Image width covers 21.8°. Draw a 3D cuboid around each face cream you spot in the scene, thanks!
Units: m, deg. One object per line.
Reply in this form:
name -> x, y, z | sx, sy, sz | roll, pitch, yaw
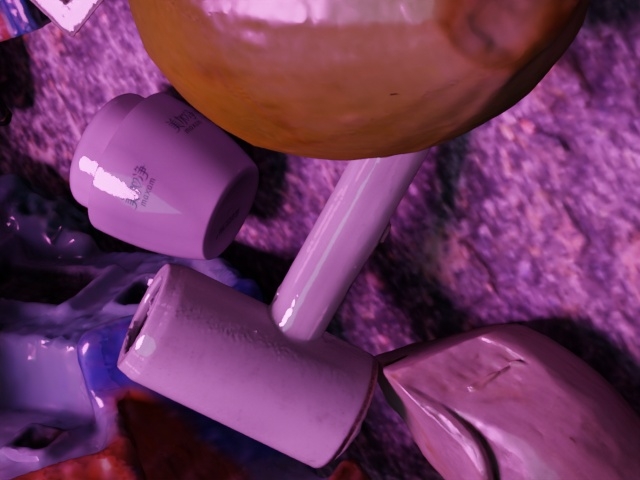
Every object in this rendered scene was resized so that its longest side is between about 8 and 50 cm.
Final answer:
face cream -> -0.092, -0.037, 0.986 | 0.095, 0.091, 0.091 | 27, 133, 16

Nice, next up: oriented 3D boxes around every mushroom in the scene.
mushroom -> 0.133, 0.125, 0.897 | 0.247, 0.096, 0.108 | 40, 112, 9

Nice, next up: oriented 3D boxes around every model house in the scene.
model house -> -0.130, 0.135, 0.993 | 0.329, 0.295, 0.251 | 8, 120, 32

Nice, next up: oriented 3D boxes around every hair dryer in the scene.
hair dryer -> 0.000, 0.000, 0.882 | 0.131, 0.073, 0.236 | 27, 109, -12

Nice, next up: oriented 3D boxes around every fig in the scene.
fig -> 0.019, -0.137, 0.715 | 0.207, 0.207, 0.230 | 54, 165, -3

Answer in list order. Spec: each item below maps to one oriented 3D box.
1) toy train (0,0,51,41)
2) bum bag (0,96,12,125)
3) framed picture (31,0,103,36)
toy train -> -0.244, -0.307, 0.926 | 0.089, 0.086, 0.409 | -13, 109, 32
bum bag -> -0.266, -0.137, 1.031 | 0.107, 0.060, 0.232 | 15, 159, 21
framed picture -> -0.128, -0.262, 0.838 | 0.217, 0.017, 0.274 | 46, 121, -5
